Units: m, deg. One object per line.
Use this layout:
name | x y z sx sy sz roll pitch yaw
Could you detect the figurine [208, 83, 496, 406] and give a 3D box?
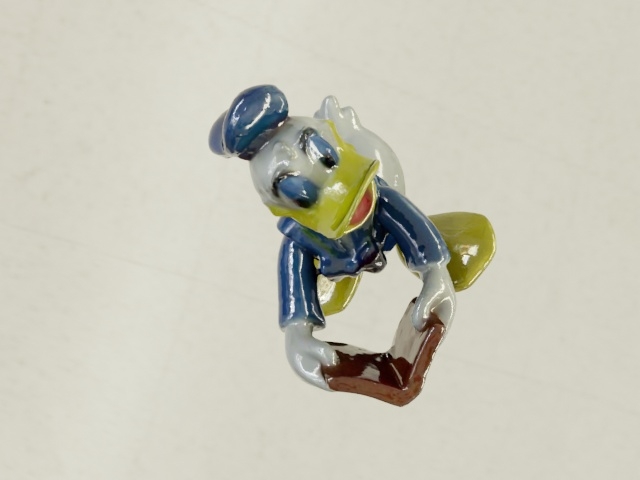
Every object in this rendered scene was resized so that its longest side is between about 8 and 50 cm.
figurine | 0.000 0.000 1.453 0.338 0.205 0.283 49 25 -50
